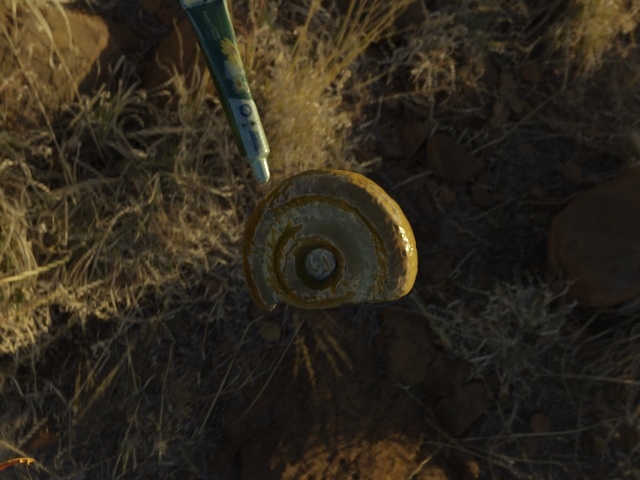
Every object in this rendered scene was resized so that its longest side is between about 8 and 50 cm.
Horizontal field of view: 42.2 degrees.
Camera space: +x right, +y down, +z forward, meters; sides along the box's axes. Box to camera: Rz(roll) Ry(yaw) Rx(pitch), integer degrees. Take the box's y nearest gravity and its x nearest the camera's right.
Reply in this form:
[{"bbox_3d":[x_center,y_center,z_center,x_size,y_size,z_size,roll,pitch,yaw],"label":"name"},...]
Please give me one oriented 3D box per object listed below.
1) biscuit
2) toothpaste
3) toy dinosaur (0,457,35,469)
[{"bbox_3d":[-0.001,0.000,1.246,0.091,0.274,0.213,-27,104,-64],"label":"biscuit"},{"bbox_3d":[-0.090,-0.157,0.859,0.049,0.031,0.204,-22,100,-21],"label":"toothpaste"},{"bbox_3d":[-0.642,0.435,1.423,0.288,0.070,0.117,2,72,-26],"label":"toy dinosaur"}]
